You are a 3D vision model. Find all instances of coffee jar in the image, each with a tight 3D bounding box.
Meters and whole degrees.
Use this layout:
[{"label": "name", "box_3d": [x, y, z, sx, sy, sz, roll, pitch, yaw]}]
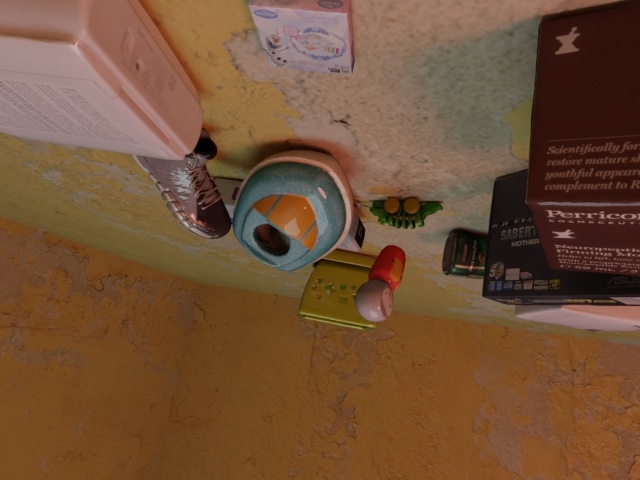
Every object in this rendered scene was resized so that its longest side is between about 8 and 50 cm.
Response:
[{"label": "coffee jar", "box_3d": [0.355, 0.042, 0.991, 0.184, 0.096, 0.079, 11, 170, -2]}]

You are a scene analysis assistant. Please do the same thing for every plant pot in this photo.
[{"label": "plant pot", "box_3d": [0.062, 0.147, 1.429, 0.227, 0.207, 0.228, 10, 166, 0]}]

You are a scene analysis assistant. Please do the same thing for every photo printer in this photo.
[{"label": "photo printer", "box_3d": [-0.319, -0.194, 0.526, 0.308, 0.107, 0.256, 9, 166, 10]}]

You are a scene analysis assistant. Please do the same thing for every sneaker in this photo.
[{"label": "sneaker", "box_3d": [-0.196, -0.099, 0.758, 0.132, 0.086, 0.228, -14, 125, 38]}]

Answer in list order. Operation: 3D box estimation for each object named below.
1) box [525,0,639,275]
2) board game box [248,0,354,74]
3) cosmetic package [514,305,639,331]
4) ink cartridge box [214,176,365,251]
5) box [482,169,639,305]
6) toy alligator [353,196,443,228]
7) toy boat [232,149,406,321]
[{"label": "box", "box_3d": [0.283, -0.072, 0.411, 0.169, 0.167, 0.203, 3, 164, 32]}, {"label": "board game box", "box_3d": [-0.014, -0.197, 0.454, 0.090, 0.020, 0.090, 9, 167, 8]}, {"label": "cosmetic package", "box_3d": [0.411, 0.038, 0.732, 0.152, 0.183, 0.151, 11, 166, 0]}, {"label": "ink cartridge box", "box_3d": [-0.101, -0.057, 0.991, 0.371, 0.069, 0.176, 9, 167, 16]}, {"label": "box", "box_3d": [0.320, -0.012, 0.602, 0.059, 0.183, 0.233, 18, 166, -26]}, {"label": "toy alligator", "box_3d": [0.133, -0.048, 0.889, 0.190, 0.051, 0.056, 4, 164, 29]}, {"label": "toy boat", "box_3d": [0.000, 0.000, 0.779, 0.318, 0.148, 0.267, 33, 139, -4]}]
